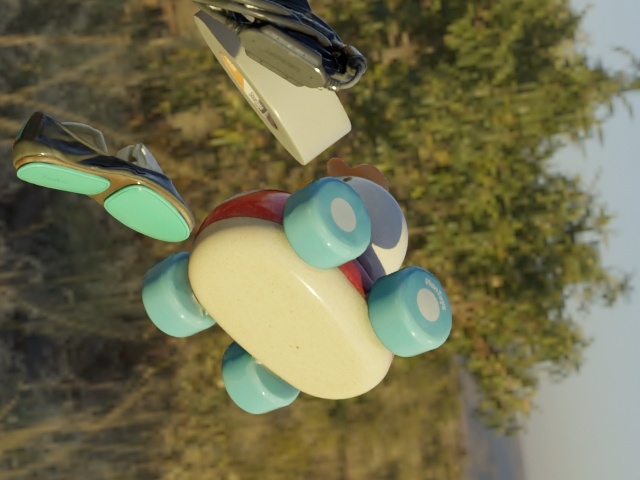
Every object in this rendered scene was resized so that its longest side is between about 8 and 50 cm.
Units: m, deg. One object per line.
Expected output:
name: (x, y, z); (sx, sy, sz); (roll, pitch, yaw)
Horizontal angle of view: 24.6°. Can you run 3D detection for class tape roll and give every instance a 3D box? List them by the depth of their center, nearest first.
tape roll: (-0.057, -0.196, 1.725); (0.219, 0.072, 0.219); (53, -4, 6)

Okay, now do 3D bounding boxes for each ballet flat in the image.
ballet flat: (-0.262, -0.088, 1.848); (0.280, 0.095, 0.096); (28, 53, -44)

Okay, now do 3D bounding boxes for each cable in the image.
cable: (-0.048, -0.176, 1.074); (0.047, 0.184, 0.150); (-56, -166, 21)

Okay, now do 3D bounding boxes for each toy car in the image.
toy car: (0.000, 0.000, 1.318); (0.210, 0.219, 0.238); (46, 40, -21)
